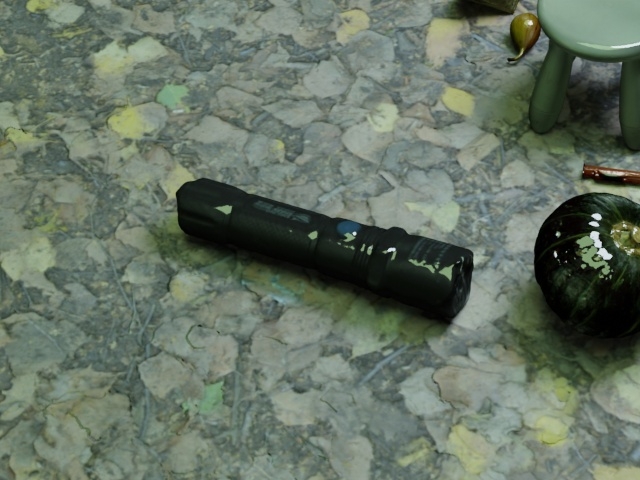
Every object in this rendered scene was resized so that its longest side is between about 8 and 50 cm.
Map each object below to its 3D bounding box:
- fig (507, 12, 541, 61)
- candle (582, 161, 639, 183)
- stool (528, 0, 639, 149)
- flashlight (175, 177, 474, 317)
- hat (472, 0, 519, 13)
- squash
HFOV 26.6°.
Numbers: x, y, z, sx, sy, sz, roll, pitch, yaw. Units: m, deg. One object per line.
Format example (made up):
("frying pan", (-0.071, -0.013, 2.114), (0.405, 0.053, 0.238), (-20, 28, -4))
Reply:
("fig", (0.310, -0.310, 2.084), (0.050, 0.050, 0.083), (16, 71, 17))
("candle", (0.452, -0.086, 1.899), (0.167, 0.021, 0.026), (8, 31, 13))
("stool", (0.401, -0.264, 1.938), (0.195, 0.198, 0.195), (12, 51, 13))
("flashlight", (0.000, 0.000, 1.821), (0.424, 0.103, 0.103), (17, 54, 19))
("hat", (0.292, -0.389, 2.143), (0.146, 0.067, 0.146), (-25, 12, 6))
("squash", (0.362, 0.032, 1.726), (0.193, 0.156, 0.193), (9, 35, -7))
